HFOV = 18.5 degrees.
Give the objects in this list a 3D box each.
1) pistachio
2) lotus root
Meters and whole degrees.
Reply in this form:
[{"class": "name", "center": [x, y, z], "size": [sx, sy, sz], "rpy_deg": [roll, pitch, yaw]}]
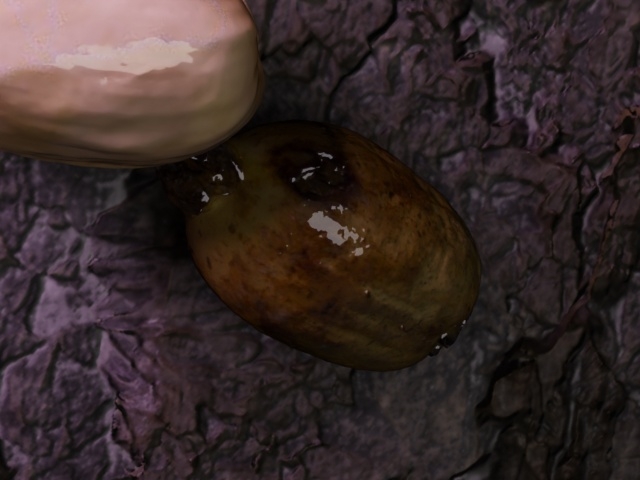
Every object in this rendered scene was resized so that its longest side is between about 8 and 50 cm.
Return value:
[{"class": "pistachio", "center": [-0.141, -0.115, 1.163], "size": [0.229, 0.157, 0.157], "rpy_deg": [3, 109, -18]}, {"class": "lotus root", "center": [0.000, 0.000, 1.296], "size": [0.260, 0.128, 0.145], "rpy_deg": [30, 104, -33]}]
